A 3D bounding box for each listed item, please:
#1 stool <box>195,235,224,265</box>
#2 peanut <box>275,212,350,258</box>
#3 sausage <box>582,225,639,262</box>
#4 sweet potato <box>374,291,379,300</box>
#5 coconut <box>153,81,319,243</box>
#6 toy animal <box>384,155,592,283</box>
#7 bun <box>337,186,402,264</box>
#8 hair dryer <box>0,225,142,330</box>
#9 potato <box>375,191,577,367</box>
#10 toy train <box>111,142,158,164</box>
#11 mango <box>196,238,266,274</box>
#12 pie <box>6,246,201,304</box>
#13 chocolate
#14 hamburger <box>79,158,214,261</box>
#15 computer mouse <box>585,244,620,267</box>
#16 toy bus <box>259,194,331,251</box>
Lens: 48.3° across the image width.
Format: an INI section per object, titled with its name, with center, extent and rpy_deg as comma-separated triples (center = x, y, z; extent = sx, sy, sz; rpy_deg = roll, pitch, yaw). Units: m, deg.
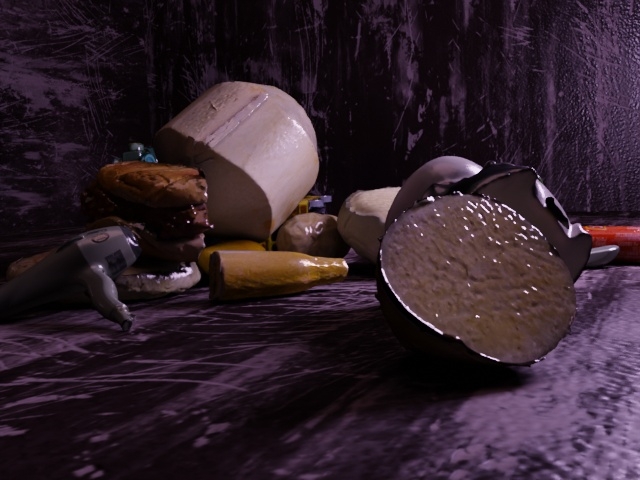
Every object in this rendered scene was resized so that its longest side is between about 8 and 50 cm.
[stool]
center = -0.271, -0.051, 1.576
extent = 0.141, 0.232, 0.232
rpy_deg = -4, 5, -24
[peanut]
center = 0.000, 0.000, 1.431
extent = 0.123, 0.124, 0.256
rpy_deg = 0, 4, 22
[sausage]
center = 0.524, 0.008, 1.350
extent = 0.274, 0.074, 0.074
rpy_deg = 1, 6, 28
[sweet potato]
center = 0.129, 0.069, 1.020
extent = 0.041, 0.038, 0.153
rpy_deg = 29, 21, 34
[coconut]
center = -0.167, -0.142, 1.369
extent = 0.323, 0.323, 0.323
rpy_deg = -2, 5, 0
[toy animal]
center = 0.199, -0.007, 0.904
extent = 0.212, 0.213, 0.267
rpy_deg = -3, 11, -7
[bun]
center = 0.179, -0.014, 1.356
extent = 0.287, 0.146, 0.287
rpy_deg = 0, 19, 0
[hair dryer]
center = -0.354, 0.076, 0.971
extent = 0.219, 0.088, 0.225
rpy_deg = -17, 35, -1
[potato]
center = 0.128, 0.057, 0.682
extent = 0.202, 0.182, 0.117
rpy_deg = -29, -17, -38
[toy train]
center = -0.477, -0.113, 1.964
extent = 0.120, 0.298, 0.194
rpy_deg = -4, -3, 16
[mango]
center = -0.162, 0.036, 1.291
extent = 0.103, 0.076, 0.161
rpy_deg = 13, 8, 28
[pie]
center = -0.366, 0.056, 1.206
extent = 0.337, 0.075, 0.337
rpy_deg = 0, 10, 0
[chocolate]
center = -0.062, 0.053, 1.109
extent = 0.219, 0.086, 0.085
rpy_deg = 0, 4, -23
[hamburger]
center = -0.288, -0.053, 1.189
extent = 0.245, 0.155, 0.282
rpy_deg = -1, 14, -3
[computer mouse]
center = 0.485, 0.034, 1.291
extent = 0.110, 0.032, 0.056
rpy_deg = -12, 2, 13
[toy bus]
center = -0.055, -0.036, 1.692
extent = 0.151, 0.145, 0.331
rpy_deg = -1, 5, 6
